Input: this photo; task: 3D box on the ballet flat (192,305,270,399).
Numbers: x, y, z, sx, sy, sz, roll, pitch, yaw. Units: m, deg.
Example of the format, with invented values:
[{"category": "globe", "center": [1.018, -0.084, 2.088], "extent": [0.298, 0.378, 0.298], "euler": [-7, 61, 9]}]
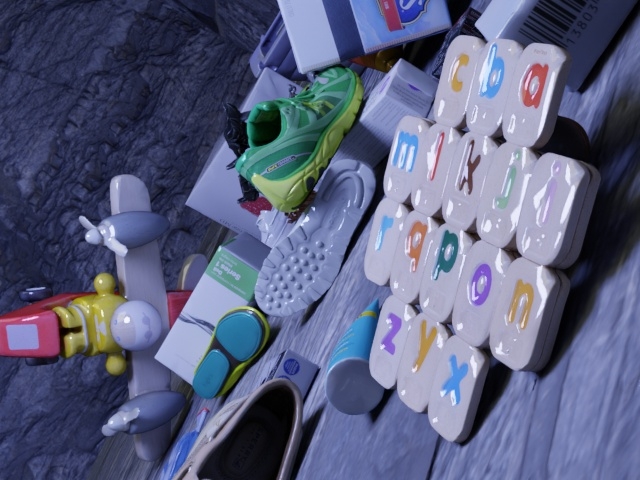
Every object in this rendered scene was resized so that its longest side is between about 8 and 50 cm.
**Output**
[{"category": "ballet flat", "center": [-0.124, 0.154, 1.786], "extent": [0.077, 0.077, 0.231], "euler": [-38, -12, -44]}]

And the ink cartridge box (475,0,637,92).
[{"category": "ink cartridge box", "center": [0.251, -0.319, 1.111], "extent": [0.308, 0.091, 0.385], "euler": [-58, 11, 15]}]

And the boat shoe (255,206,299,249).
[{"category": "boat shoe", "center": [-0.079, -0.034, 2.123], "extent": [0.184, 0.063, 0.066], "euler": [-62, 9, -8]}]

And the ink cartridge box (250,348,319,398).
[{"category": "ink cartridge box", "center": [-0.075, 0.228, 1.348], "extent": [0.207, 0.046, 0.097], "euler": [-64, 9, -21]}]

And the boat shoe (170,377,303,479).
[{"category": "boat shoe", "center": [-0.110, 0.274, 1.160], "extent": [0.110, 0.122, 0.341], "euler": [-51, 12, 49]}]

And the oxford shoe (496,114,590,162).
[{"category": "oxford shoe", "center": [0.147, -0.054, 0.953], "extent": [0.076, 0.076, 0.212], "euler": [-24, -3, -32]}]

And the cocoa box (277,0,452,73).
[{"category": "cocoa box", "center": [0.032, -0.445, 1.717], "extent": [0.228, 0.347, 0.231], "euler": [-16, 15, 6]}]

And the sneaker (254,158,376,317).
[{"category": "sneaker", "center": [0.000, 0.000, 1.571], "extent": [0.235, 0.090, 0.095], "euler": [-54, 0, 6]}]

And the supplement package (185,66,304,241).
[{"category": "supplement package", "center": [-0.110, -0.153, 2.295], "extent": [0.293, 0.177, 0.175], "euler": [-48, 16, 56]}]

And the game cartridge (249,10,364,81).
[{"category": "game cartridge", "center": [0.042, -0.419, 2.187], "extent": [0.355, 0.230, 0.068], "euler": [-51, 53, 46]}]

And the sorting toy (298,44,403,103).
[{"category": "sorting toy", "center": [0.043, -0.211, 1.989], "extent": [0.365, 0.127, 0.126], "euler": [-59, 38, 27]}]

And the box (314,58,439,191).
[{"category": "box", "center": [0.064, -0.144, 1.674], "extent": [0.063, 0.067, 0.324], "euler": [-66, 9, -26]}]

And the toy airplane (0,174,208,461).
[{"category": "toy airplane", "center": [-0.318, 0.139, 2.089], "extent": [0.384, 0.386, 0.272], "euler": [-52, 19, -12]}]

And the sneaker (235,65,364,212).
[{"category": "sneaker", "center": [-0.026, -0.161, 1.604], "extent": [0.109, 0.123, 0.295], "euler": [-53, 7, 39]}]

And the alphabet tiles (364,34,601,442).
[{"category": "alphabet tiles", "center": [0.105, -0.008, 0.874], "extent": [0.284, 0.021, 0.278], "euler": [-149, 70, -67]}]

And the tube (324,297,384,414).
[{"category": "tube", "center": [0.034, 0.109, 1.139], "extent": [0.080, 0.052, 0.207], "euler": [-50, 4, 8]}]

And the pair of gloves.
[{"category": "pair of gloves", "center": [-0.214, 0.344, 1.837], "extent": [0.198, 0.023, 0.159], "euler": [-50, 16, 53]}]

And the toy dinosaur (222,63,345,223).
[{"category": "toy dinosaur", "center": [-0.029, -0.137, 1.885], "extent": [0.164, 0.218, 0.322], "euler": [-123, 29, -55]}]

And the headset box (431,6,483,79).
[{"category": "headset box", "center": [0.173, -0.240, 1.476], "extent": [0.062, 0.032, 0.083], "euler": [-48, 15, 52]}]

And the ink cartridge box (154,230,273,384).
[{"category": "ink cartridge box", "center": [-0.158, 0.109, 1.933], "extent": [0.219, 0.092, 0.160], "euler": [-58, -5, 13]}]
